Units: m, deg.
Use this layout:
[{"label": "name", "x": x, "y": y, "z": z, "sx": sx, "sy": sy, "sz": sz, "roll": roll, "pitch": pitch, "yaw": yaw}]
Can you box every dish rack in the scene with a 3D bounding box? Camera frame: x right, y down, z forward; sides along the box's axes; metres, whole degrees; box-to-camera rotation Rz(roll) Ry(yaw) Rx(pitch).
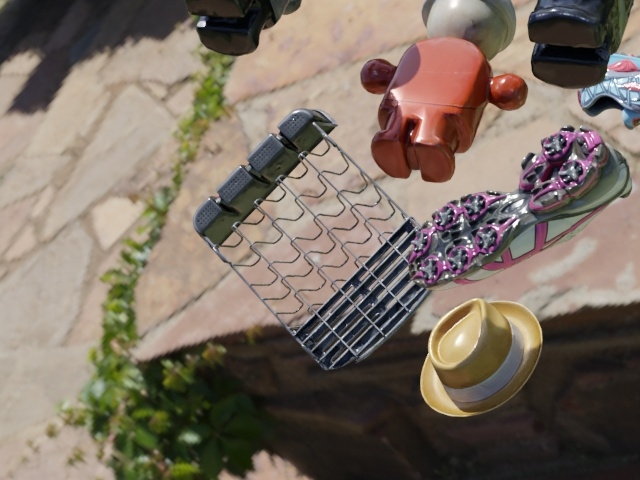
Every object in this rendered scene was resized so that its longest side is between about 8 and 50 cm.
[{"label": "dish rack", "x": 0.000, "y": 0.000, "z": 1.302, "sx": 0.208, "sy": 0.074, "sz": 0.271, "roll": -46, "pitch": 73, "yaw": 7}]

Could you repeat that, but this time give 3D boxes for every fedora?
[{"label": "fedora", "x": 0.205, "y": 0.144, "z": 1.582, "sx": 0.194, "sy": 0.079, "sz": 0.194, "roll": -23, "pitch": 38, "yaw": 19}]

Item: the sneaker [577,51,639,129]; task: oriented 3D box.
[{"label": "sneaker", "x": 0.555, "y": -0.236, "z": 1.952, "sx": 0.262, "sy": 0.104, "sz": 0.125, "roll": 13, "pitch": 78, "yaw": 41}]

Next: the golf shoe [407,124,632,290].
[{"label": "golf shoe", "x": 0.153, "y": -0.009, "z": 0.891, "sx": 0.186, "sy": 0.086, "sz": 0.067, "roll": -33, "pitch": 49, "yaw": 25}]

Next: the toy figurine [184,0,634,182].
[{"label": "toy figurine", "x": 0.055, "y": -0.157, "z": 0.622, "sx": 0.213, "sy": 0.209, "sz": 0.148, "roll": -37, "pitch": 25, "yaw": 56}]
